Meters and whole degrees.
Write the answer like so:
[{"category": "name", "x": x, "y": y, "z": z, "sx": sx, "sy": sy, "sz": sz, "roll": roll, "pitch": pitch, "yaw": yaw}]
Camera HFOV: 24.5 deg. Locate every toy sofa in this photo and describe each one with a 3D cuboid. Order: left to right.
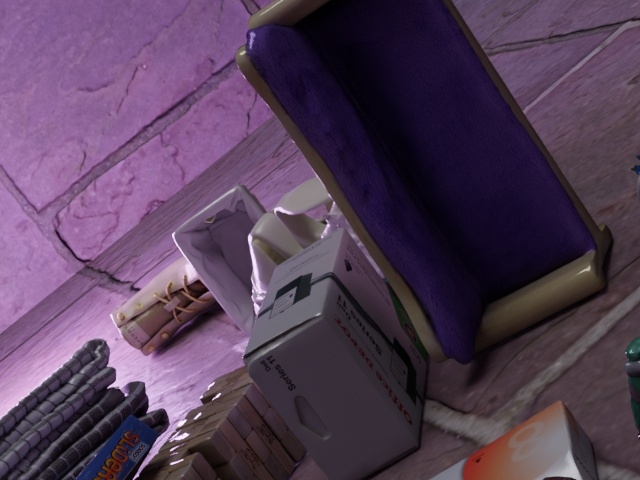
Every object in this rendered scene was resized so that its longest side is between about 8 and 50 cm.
[{"category": "toy sofa", "x": 0.097, "y": -0.083, "z": 1.287, "sx": 0.150, "sy": 0.362, "sz": 0.177, "roll": -30, "pitch": 8, "yaw": 25}]

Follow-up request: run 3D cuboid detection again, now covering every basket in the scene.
[{"category": "basket", "x": -0.095, "y": 0.019, "z": 1.871, "sx": 0.113, "sy": 0.167, "sz": 0.103, "roll": -36, "pitch": 8, "yaw": 5}]

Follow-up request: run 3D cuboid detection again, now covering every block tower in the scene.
[{"category": "block tower", "x": -0.111, "y": 0.234, "z": 1.327, "sx": 0.097, "sy": 0.091, "sz": 0.335, "roll": -28, "pitch": 15, "yaw": 38}]

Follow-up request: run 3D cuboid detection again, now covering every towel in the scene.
[{"category": "towel", "x": -0.295, "y": 0.267, "z": 1.510, "sx": 0.284, "sy": 0.121, "sz": 0.235, "roll": -44, "pitch": -11, "yaw": -45}]

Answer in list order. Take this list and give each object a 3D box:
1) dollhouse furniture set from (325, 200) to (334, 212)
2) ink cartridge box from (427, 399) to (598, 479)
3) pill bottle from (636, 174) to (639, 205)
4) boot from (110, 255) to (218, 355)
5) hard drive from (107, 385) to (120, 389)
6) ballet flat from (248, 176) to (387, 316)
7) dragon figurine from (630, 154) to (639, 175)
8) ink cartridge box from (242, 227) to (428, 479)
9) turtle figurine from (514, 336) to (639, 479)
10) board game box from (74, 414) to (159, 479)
[{"category": "dollhouse furniture set", "x": 0.067, "y": -0.056, "z": 1.792, "sx": 0.144, "sy": 0.123, "sz": 0.151, "roll": -31, "pitch": 14, "yaw": 23}, {"category": "ink cartridge box", "x": 0.116, "y": 0.193, "z": 0.980, "sx": 0.145, "sy": 0.045, "sz": 0.179, "roll": -34, "pitch": 11, "yaw": 15}, {"category": "pill bottle", "x": 0.352, "y": -0.071, "z": 1.105, "sx": 0.216, "sy": 0.121, "sz": 0.121, "roll": -40, "pitch": 13, "yaw": -13}, {"category": "boot", "x": -0.192, "y": 0.079, "z": 2.062, "sx": 0.203, "sy": 0.095, "sz": 0.262, "roll": -38, "pitch": 11, "yaw": -8}, {"category": "hard drive", "x": -0.403, "y": 0.292, "z": 1.991, "sx": 0.210, "sy": 0.040, "sz": 0.319, "roll": -46, "pitch": 15, "yaw": -32}, {"category": "ballet flat", "x": 0.000, "y": 0.000, "z": 1.591, "sx": 0.147, "sy": 0.147, "sz": 0.409, "roll": -44, "pitch": 4, "yaw": -29}, {"category": "dragon figurine", "x": 0.358, "y": -0.113, "z": 1.316, "sx": 0.144, "sy": 0.085, "sz": 0.289, "roll": -29, "pitch": 16, "yaw": 29}, {"category": "ink cartridge box", "x": 0.019, "y": 0.100, "z": 1.313, "sx": 0.087, "sy": 0.153, "sz": 0.208, "roll": -32, "pitch": 15, "yaw": 17}, {"category": "turtle figurine", "x": 0.186, "y": 0.154, "z": 0.791, "sx": 0.234, "sy": 0.118, "sz": 0.175, "roll": -29, "pitch": 56, "yaw": 36}, {"category": "board game box", "x": -0.223, "y": 0.257, "z": 1.285, "sx": 0.136, "sy": 0.035, "sz": 0.201, "roll": -58, "pitch": -4, "yaw": 37}]
